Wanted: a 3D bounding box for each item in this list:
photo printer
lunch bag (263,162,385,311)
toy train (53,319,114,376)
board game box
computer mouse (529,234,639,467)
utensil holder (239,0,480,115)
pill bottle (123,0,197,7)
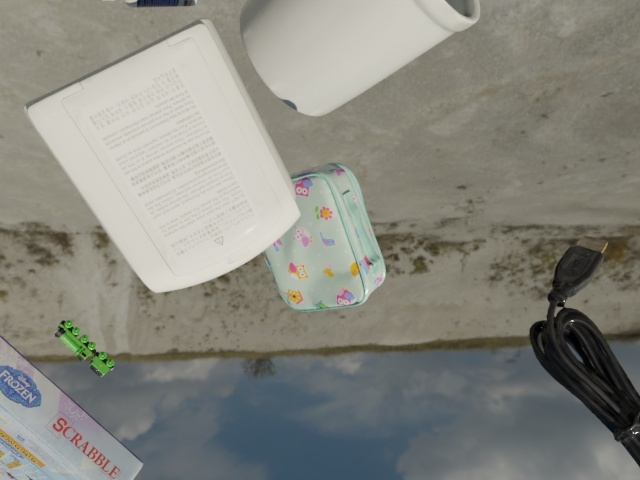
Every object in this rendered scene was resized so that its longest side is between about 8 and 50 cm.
[{"bbox_3d":[-0.185,-0.094,0.660,0.256,0.307,0.107,-29,-158,-4],"label":"photo printer"},{"bbox_3d":[0.000,0.000,0.954,0.224,0.279,0.108,-13,-167,32],"label":"lunch bag"},{"bbox_3d":[-0.282,0.129,0.586,0.017,0.083,0.023,-37,-169,42],"label":"toy train"},{"bbox_3d":[-0.457,0.279,0.707,0.318,0.318,0.066,-35,-167,34],"label":"board game box"},{"bbox_3d":[0.263,0.061,0.370,0.262,0.184,0.060,-35,167,-27],"label":"computer mouse"},{"bbox_3d":[0.069,-0.477,1.005,0.385,0.327,0.328,-25,165,38],"label":"utensil holder"},{"bbox_3d":[-0.227,-0.342,0.646,0.120,0.067,0.067,-13,-172,-22],"label":"pill bottle"}]
